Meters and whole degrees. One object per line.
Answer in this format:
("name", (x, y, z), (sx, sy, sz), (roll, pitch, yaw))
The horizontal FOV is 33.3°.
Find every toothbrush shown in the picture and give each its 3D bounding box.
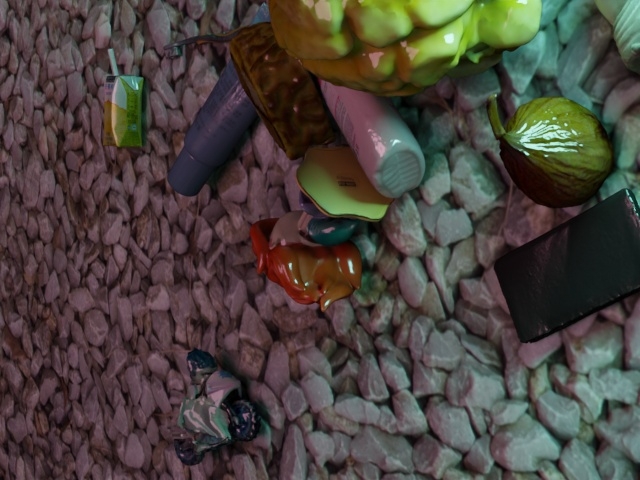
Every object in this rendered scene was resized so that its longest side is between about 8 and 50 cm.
("toothbrush", (-0.208, -0.374, 1.995), (0.321, 0.023, 0.031), (-2, 99, 52))

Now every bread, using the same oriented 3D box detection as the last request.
("bread", (-0.064, -0.239, 1.687), (0.181, 0.096, 0.222), (65, 176, -35))

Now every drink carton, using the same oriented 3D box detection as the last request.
("drink carton", (-0.408, -0.293, 2.208), (0.084, 0.074, 0.200), (11, 101, 49))

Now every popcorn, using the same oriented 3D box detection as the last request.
("popcorn", (0.086, -0.358, 1.382), (0.390, 0.354, 0.344), (6, 107, 46))

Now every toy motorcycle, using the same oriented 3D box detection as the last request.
("toy motorcycle", (-0.215, 0.302, 2.006), (0.239, 0.108, 0.204), (-27, 77, 25))

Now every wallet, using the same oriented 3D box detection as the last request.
("wallet", (0.326, 0.037, 1.374), (0.244, 0.025, 0.124), (-37, 65, 48))

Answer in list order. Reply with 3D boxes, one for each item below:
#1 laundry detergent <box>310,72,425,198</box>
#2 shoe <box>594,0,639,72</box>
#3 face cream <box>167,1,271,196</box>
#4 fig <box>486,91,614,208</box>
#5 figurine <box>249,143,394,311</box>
("laundry detergent", (0.048, -0.223, 1.621), (0.335, 0.087, 0.159), (62, 177, 31))
("shoe", (0.403, -0.365, 1.160), (0.211, 0.132, 0.342), (61, 138, 24))
("face cream", (-0.162, -0.232, 1.909), (0.385, 0.086, 0.136), (-52, 57, 33))
("fig", (0.264, -0.112, 1.308), (0.146, 0.201, 0.134), (36, 111, 36))
("figurine", (-0.009, -0.002, 1.674), (0.208, 0.181, 0.257), (39, 135, 7))
